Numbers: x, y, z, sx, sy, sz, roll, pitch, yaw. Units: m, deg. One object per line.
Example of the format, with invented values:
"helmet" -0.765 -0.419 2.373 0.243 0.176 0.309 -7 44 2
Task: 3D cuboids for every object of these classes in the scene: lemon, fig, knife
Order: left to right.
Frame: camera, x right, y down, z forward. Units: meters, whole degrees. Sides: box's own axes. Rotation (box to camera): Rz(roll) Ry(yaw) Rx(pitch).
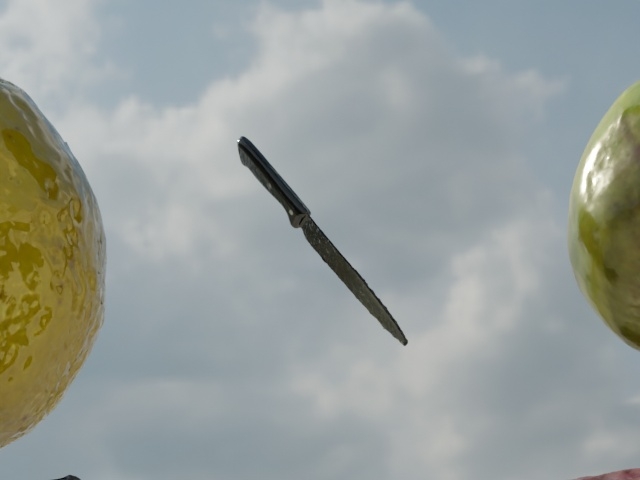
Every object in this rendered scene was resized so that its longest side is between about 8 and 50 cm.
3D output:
"lemon" -0.250 0.015 0.993 0.253 0.253 0.310 -1 -10 -8
"knife" 0.000 0.000 0.999 0.010 0.170 0.023 -28 -28 -23
"fig" 0.183 -0.016 0.797 0.153 0.121 0.136 -32 -43 -40

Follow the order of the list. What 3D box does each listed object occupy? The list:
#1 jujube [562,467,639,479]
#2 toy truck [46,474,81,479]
"jujube" 0.157 0.205 0.868 0.255 0.190 0.190 -28 -31 20
"toy truck" -0.191 0.203 0.829 0.213 0.177 0.161 24 -37 18
